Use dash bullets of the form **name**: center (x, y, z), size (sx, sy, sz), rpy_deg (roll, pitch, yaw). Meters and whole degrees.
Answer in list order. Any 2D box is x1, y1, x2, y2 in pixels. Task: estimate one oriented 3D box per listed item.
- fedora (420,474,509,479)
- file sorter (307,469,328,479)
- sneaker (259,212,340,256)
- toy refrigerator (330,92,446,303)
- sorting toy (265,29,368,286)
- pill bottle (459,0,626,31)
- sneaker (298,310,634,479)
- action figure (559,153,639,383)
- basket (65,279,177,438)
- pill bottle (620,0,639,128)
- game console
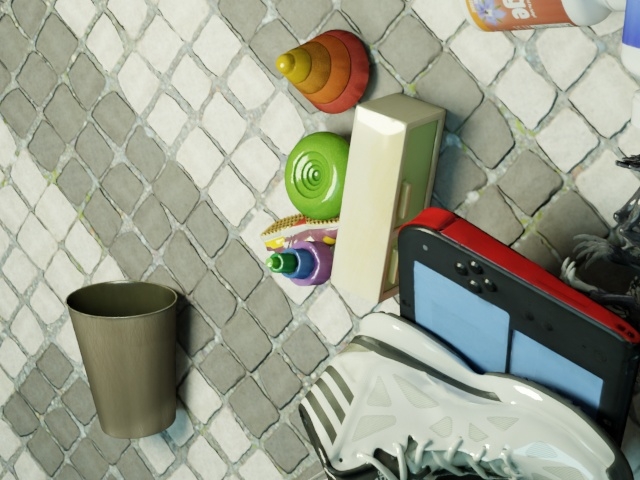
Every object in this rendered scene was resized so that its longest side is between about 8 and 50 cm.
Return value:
- **fedora**: center (0.215, 0.401, 1.996), size (0.275, 0.244, 0.124), rpy_deg (33, 158, -7)
- **file sorter**: center (0.096, 0.441, 2.106), size (0.173, 0.193, 0.278), rpy_deg (-30, 86, 44)
- **sneaker**: center (0.000, 0.000, 2.120), size (0.185, 0.069, 0.084), rpy_deg (-10, 114, 41)
- **toy refrigerator**: center (0.096, -0.057, 1.994), size (0.094, 0.102, 0.269), rpy_deg (24, 118, 30)
- **sorting toy**: center (-0.029, -0.117, 2.003), size (0.127, 0.126, 0.365), rpy_deg (9, 94, 39)
- **pill bottle**: center (0.283, -0.318, 1.744), size (0.216, 0.121, 0.121), rpy_deg (2, 106, 38)
- **sneaker**: center (0.161, 0.286, 1.847), size (0.447, 0.257, 0.169), rpy_deg (26, 150, 33)
- **action figure**: center (0.370, 0.032, 1.774), size (0.141, 0.164, 0.276), rpy_deg (11, 105, 10)
- **basket**: center (-0.314, 0.200, 2.379), size (0.204, 0.154, 0.227), rpy_deg (7, 113, 34)
- **pill bottle**: center (0.420, -0.260, 1.623), size (0.152, 0.152, 0.272), rpy_deg (13, 108, 35)
- **game console**: center (0.246, 0.146, 1.861), size (0.342, 0.060, 0.386), rpy_deg (35, 154, 26)
